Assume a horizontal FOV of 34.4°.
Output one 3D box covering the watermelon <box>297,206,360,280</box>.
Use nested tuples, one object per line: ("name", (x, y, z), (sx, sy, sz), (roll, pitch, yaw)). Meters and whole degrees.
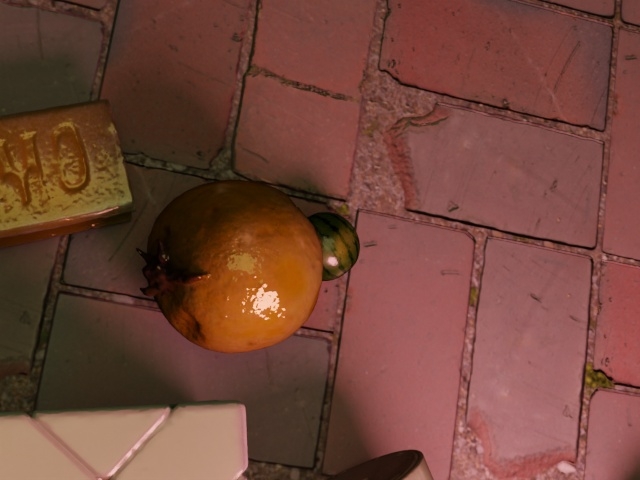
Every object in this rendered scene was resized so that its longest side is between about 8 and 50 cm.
("watermelon", (0.004, 0.005, 1.464), (0.109, 0.109, 0.109), (3, 78, -14))

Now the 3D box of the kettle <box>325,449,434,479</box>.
("kettle", (0.052, 0.513, 1.314), (0.361, 0.250, 0.376), (-27, 89, 3))

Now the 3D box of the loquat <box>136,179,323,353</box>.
("loquat", (-0.120, 0.033, 1.355), (0.244, 0.244, 0.244), (3, 78, -14))

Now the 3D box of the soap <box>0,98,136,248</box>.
("soap", (-0.400, -0.081, 1.383), (0.274, 0.089, 0.173), (-13, 81, -18))

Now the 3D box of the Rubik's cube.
("Rubik's cube", (-0.258, 0.357, 1.207), (0.322, 0.316, 0.319), (-1, 79, -16))
